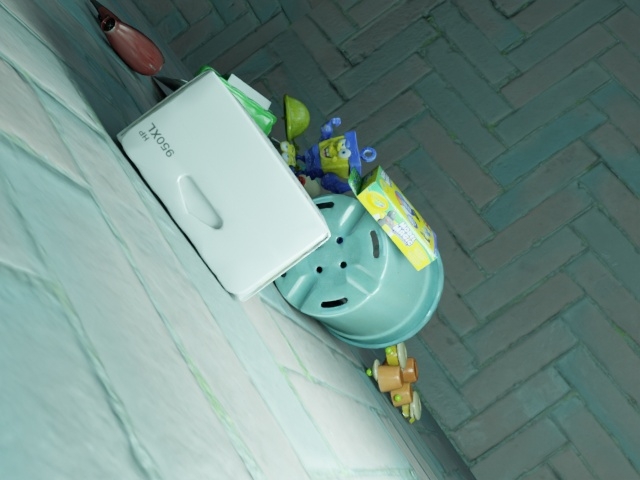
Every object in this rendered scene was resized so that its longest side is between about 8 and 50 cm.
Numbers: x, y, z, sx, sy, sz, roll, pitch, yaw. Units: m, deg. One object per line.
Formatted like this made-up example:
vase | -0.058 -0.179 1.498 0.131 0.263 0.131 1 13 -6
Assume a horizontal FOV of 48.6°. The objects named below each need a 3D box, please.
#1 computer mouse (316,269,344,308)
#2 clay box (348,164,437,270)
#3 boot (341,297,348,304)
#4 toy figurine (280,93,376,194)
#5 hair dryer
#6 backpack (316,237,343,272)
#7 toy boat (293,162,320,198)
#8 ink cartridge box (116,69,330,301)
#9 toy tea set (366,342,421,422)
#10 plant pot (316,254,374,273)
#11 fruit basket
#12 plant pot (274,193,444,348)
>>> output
computer mouse | -0.033 0.105 1.933 0.262 0.060 0.184 51 -6 5
clay box | 0.143 -0.058 1.384 0.222 0.053 0.127 50 19 -12
boot | 0.078 0.202 2.372 0.229 0.091 0.263 50 -3 9
toy figurine | 0.027 -0.200 1.726 0.191 0.217 0.362 71 11 -55
hair dryer | -0.460 -0.464 1.627 0.224 0.080 0.293 37 1 -17
backpack | 0.000 0.000 1.925 0.158 0.117 0.173 57 -4 49
toy boat | -0.128 -0.160 2.024 0.268 0.148 0.318 16 -20 4
ink cartridge box | -0.132 -0.089 1.131 0.285 0.166 0.395 53 2 -6
toy tea set | 0.198 0.396 2.042 0.336 0.124 0.200 57 28 -54
plant pot | 0.004 0.022 2.147 0.166 0.165 0.234 19 23 -47
fruit basket | -0.269 -0.351 1.879 0.327 0.165 0.353 33 3 -28
plant pot | 0.071 0.059 1.548 0.341 0.341 0.334 55 10 20
